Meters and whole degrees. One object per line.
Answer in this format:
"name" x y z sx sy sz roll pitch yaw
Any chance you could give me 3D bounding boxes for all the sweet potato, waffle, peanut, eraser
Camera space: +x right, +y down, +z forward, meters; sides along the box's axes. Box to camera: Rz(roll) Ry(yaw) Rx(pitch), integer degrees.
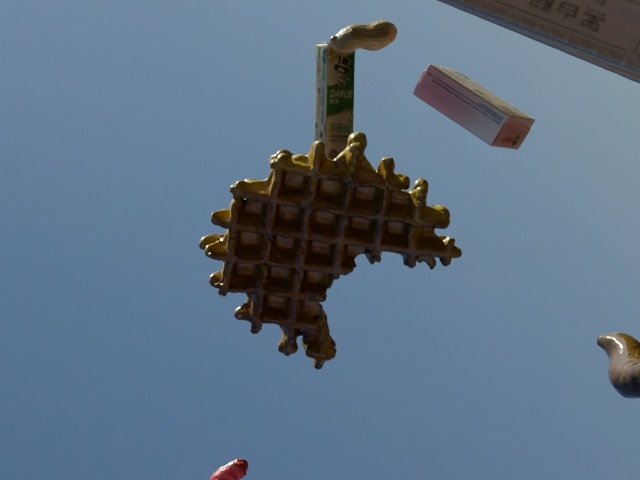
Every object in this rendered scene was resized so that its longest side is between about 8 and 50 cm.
"sweet potato" 0.387 0.162 2.236 0.249 0.059 0.069 -129 47 -80
"waffle" 0.000 0.000 2.217 0.260 0.293 0.069 44 -159 -21
"peanut" 0.053 -0.250 2.263 0.037 0.083 0.037 -5 -90 -86
"eraser" 0.284 -0.244 1.936 0.404 0.096 0.098 19 -158 -14

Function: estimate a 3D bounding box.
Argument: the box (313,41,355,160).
"box" 0.018 -0.166 2.515 0.050 0.041 0.207 -1 -86 -32

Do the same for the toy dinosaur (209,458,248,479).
"toy dinosaur" -0.189 0.319 1.916 0.070 0.286 0.139 54 166 -13

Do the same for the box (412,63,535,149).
"box" 0.182 -0.158 2.192 0.125 0.043 0.089 36 -165 24
